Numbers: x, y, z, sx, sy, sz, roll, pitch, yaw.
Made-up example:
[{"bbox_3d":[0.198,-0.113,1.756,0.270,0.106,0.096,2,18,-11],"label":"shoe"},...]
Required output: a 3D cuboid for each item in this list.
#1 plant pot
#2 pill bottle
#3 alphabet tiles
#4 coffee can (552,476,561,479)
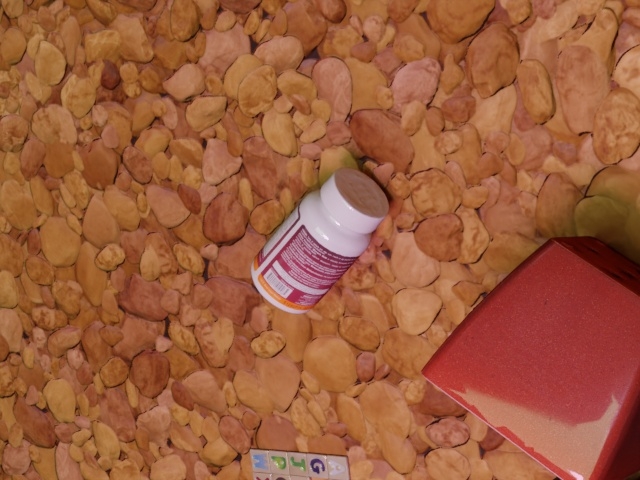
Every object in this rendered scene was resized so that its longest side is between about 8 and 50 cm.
[{"bbox_3d":[0.339,0.139,1.745,0.267,0.267,0.235,36,107,24],"label":"plant pot"},{"bbox_3d":[0.000,0.000,2.021,0.121,0.121,0.221,51,125,15],"label":"pill bottle"},{"bbox_3d":[-0.022,0.461,2.220,0.198,0.009,0.237,-2,99,36],"label":"alphabet tiles"},{"bbox_3d":[0.430,0.431,1.768,0.275,0.201,0.201,6,105,34],"label":"coffee can"}]
